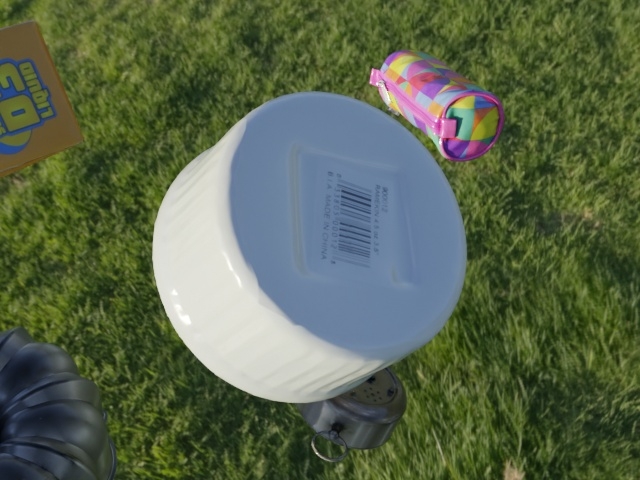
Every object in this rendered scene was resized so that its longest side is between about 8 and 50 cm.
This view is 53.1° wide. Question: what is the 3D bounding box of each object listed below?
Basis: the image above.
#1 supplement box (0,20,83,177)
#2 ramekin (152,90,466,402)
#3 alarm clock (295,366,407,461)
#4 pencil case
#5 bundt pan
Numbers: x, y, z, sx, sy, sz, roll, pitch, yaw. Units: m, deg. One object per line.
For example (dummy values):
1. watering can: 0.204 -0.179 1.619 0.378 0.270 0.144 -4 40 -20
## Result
1. supplement box: -0.226 -0.092 0.446 0.080 0.078 0.233 -24 20 -19
2. ramekin: 0.000 0.000 0.588 0.277 0.135 0.277 11 65 -25
3. alarm clock: 0.032 0.187 0.743 0.129 0.064 0.192 26 29 5
4. pencil case: 0.154 -0.191 0.878 0.105 0.104 0.236 -25 32 -5
5. bundt pan: -0.378 0.216 0.665 0.331 0.124 0.330 12 42 -11
